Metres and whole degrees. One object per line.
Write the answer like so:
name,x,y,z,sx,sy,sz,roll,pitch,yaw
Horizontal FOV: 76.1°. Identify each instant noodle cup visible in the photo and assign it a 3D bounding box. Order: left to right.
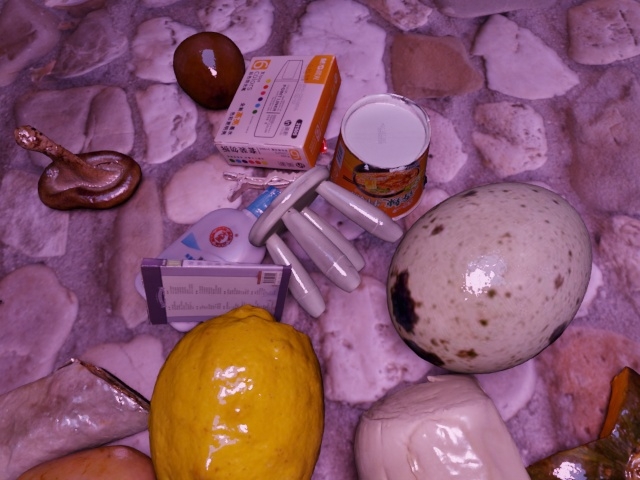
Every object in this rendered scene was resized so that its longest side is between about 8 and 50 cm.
instant noodle cup,0.124,-0.176,0.846,0.229,0.182,0.231,-1,67,1

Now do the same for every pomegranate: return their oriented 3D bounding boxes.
pomegranate,-0.342,0.415,0.572,0.251,0.271,0.229,-4,59,-8

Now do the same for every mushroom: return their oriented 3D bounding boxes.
mushroom,-0.507,-0.155,0.831,0.226,0.218,0.148,-10,67,-3

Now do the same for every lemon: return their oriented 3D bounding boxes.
lemon,-0.126,0.270,0.630,0.285,0.285,0.316,30,78,12

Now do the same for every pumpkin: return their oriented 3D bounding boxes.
pumpkin,0.518,0.385,0.658,0.290,0.095,0.258,-37,68,-16

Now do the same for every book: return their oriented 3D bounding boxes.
book,-0.172,0.088,0.689,0.230,0.158,0.026,2,44,-14

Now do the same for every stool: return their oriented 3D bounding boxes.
stool,0.000,0.000,0.741,0.199,0.195,0.195,47,54,3

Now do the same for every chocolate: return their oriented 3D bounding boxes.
chocolate,-0.256,-0.392,0.956,0.176,0.177,0.177,0,68,1

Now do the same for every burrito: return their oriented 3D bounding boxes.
burrito,-0.450,0.303,0.712,0.347,0.107,0.175,-20,82,-5

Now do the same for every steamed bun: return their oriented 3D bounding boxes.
steamed bun,0.171,0.369,0.613,0.272,0.273,0.291,-26,65,8

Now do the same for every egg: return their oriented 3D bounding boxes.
egg,0.282,0.051,0.697,0.287,0.288,0.379,40,62,16

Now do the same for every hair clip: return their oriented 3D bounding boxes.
hair clip,-0.105,-0.129,0.911,0.225,0.034,0.072,-5,69,-1

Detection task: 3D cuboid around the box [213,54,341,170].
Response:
box,-0.089,-0.293,0.921,0.220,0.091,0.274,6,64,18

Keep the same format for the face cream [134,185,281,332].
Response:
face cream,-0.198,0.018,0.826,0.163,0.080,0.336,39,70,18

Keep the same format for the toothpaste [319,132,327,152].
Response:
toothpaste,-0.004,-0.293,0.979,0.047,0.031,0.191,3,70,-1

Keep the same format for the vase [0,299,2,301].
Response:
vase,-0.748,0.173,0.772,0.115,0.115,0.237,35,76,14
